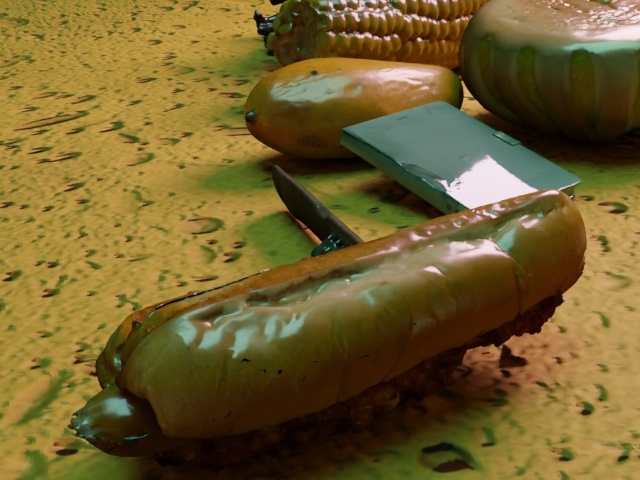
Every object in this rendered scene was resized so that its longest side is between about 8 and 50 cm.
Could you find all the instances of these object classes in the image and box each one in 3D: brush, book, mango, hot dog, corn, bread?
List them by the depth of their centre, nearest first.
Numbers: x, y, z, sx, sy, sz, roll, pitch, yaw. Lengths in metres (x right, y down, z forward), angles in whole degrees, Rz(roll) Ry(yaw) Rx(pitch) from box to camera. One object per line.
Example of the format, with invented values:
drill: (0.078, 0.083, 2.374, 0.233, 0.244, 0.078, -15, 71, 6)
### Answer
hot dog: (0.012, 0.040, 0.425, 0.249, 0.076, 0.102, -17, 2, -26)
brush: (0.000, 0.000, 0.577, 0.028, 0.034, 0.190, -26, 29, -10)
book: (0.095, -0.053, 0.668, 0.103, 0.017, 0.135, -20, 42, -35)
mango: (0.030, -0.102, 0.756, 0.190, 0.075, 0.098, -8, 33, -25)
bread: (0.210, -0.137, 0.772, 0.214, 0.104, 0.213, -2, 27, 1)
corn: (0.109, -0.221, 0.968, 0.363, 0.120, 0.120, -21, 29, -33)

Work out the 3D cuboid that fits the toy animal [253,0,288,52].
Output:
toy animal: (-0.009, -0.257, 1.056, 0.121, 0.093, 0.225, -4, 1, 5)
